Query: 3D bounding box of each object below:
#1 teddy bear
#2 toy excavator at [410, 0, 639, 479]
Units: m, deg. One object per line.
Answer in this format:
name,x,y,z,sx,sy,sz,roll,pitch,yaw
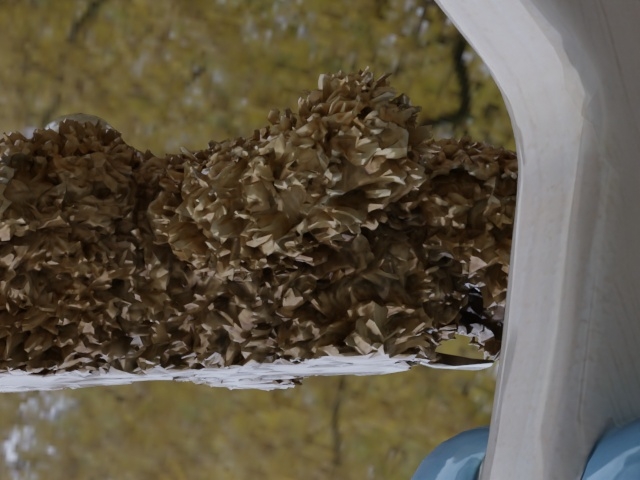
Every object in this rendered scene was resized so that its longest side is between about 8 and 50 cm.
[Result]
teddy bear,0.000,0.000,0.731,0.338,0.245,0.113,-5,-102,17
toy excavator,0.096,0.066,0.463,0.433,0.222,0.445,15,-109,-31
